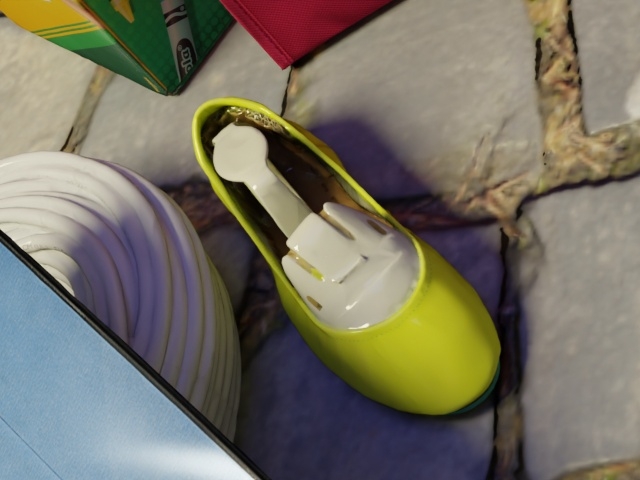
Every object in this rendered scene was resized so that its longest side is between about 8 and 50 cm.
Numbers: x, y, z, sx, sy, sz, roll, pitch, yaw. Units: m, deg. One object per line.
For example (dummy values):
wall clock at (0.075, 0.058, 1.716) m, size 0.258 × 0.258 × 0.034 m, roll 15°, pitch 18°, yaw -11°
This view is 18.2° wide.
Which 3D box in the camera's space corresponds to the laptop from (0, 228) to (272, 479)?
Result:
laptop at (-0.229, 0.221, 0.791) m, size 0.408 × 0.236 × 0.382 m, roll -25°, pitch 45°, yaw -30°

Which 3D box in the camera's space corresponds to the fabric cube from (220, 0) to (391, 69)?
fabric cube at (-0.002, -0.303, 1.054) m, size 0.258 × 0.259 × 0.254 m, roll -29°, pitch 48°, yaw 15°

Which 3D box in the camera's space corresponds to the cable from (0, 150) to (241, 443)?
cable at (-0.156, 0.078, 1.009) m, size 0.257 × 0.089 × 0.257 m, roll 7°, pitch 63°, yaw 39°

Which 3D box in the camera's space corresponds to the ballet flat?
ballet flat at (0.000, 0.000, 0.962) m, size 0.077 × 0.077 × 0.231 m, roll -42°, pitch 45°, yaw 1°

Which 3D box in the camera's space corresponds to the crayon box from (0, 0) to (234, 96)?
crayon box at (-0.180, -0.207, 1.095) m, size 0.165 × 0.278 × 0.081 m, roll 27°, pitch 76°, yaw 44°
